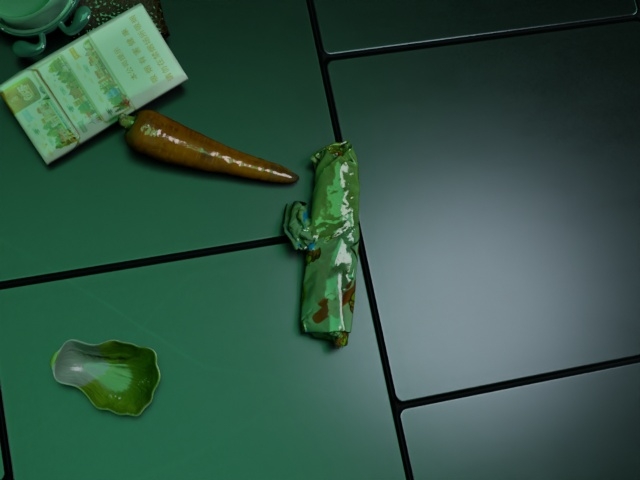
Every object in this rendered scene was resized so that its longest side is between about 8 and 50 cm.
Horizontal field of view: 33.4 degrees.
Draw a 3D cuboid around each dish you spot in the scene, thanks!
[{"bbox_3d":[-0.273,0.168,1.353,0.137,0.039,0.091,17,80,-4],"label":"dish"}]

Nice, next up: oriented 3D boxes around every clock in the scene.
[{"bbox_3d":[-0.387,-0.343,1.415,0.148,0.060,0.188,-29,80,5],"label":"clock"}]

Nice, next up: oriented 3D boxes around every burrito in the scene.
[{"bbox_3d":[0.000,0.000,1.430,0.104,0.054,0.288,6,78,-6],"label":"burrito"}]

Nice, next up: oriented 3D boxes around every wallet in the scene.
[{"bbox_3d":[-0.299,-0.382,1.474,0.133,0.039,0.243,-11,79,-17],"label":"wallet"}]

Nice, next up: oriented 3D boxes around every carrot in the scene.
[{"bbox_3d":[-0.152,-0.116,1.435,0.257,0.061,0.061,19,75,-14],"label":"carrot"}]

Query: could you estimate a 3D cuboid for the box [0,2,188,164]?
[{"bbox_3d":[-0.302,-0.209,1.416,0.220,0.032,0.122,-33,99,-9],"label":"box"}]
